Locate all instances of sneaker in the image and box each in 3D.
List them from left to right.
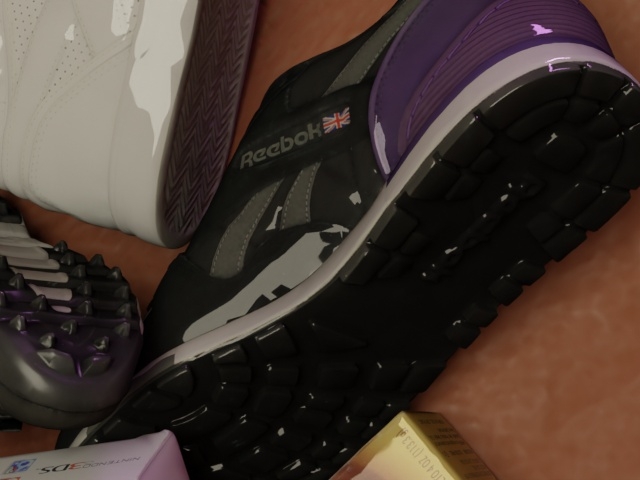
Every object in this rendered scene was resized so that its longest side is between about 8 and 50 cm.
[{"bbox_3d":[-0.137,0.046,0.605,0.234,0.078,0.106,29,109,56],"label":"sneaker"},{"bbox_3d":[-0.104,-0.158,0.636,0.169,0.108,0.292,14,89,18],"label":"sneaker"},{"bbox_3d":[0.000,0.000,0.601,0.283,0.107,0.124,-40,43,19],"label":"sneaker"}]

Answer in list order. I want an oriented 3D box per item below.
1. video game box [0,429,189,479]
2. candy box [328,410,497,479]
[{"bbox_3d":[-0.118,0.185,0.588,0.187,0.048,0.205,-12,107,16],"label":"video game box"},{"bbox_3d":[0.060,0.169,0.566,0.109,0.053,0.186,-44,70,10],"label":"candy box"}]
